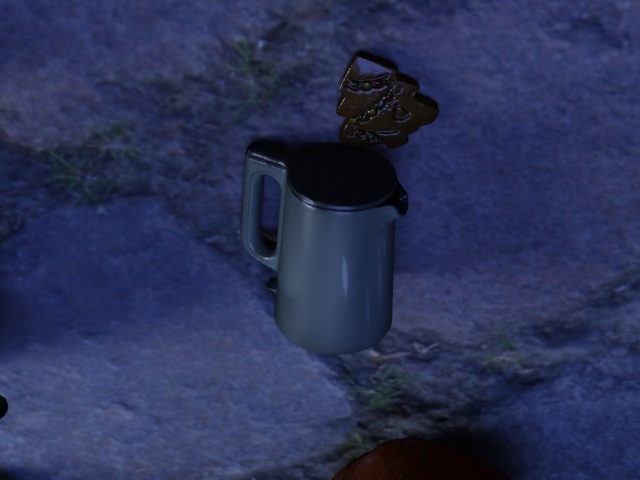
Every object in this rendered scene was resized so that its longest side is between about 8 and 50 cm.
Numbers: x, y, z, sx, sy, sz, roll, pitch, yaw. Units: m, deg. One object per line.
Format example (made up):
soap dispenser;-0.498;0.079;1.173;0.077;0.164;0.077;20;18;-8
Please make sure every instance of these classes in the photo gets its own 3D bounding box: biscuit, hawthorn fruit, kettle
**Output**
biscuit;0.046;-0.108;1.240;0.082;0.016;0.092;-14;131;12
hawthorn fruit;0.119;0.286;1.463;0.253;0.205;0.205;15;129;-18
kettle;0.006;-0.001;1.292;0.098;0.127;0.148;-20;133;-26

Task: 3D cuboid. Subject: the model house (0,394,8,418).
model house;-0.382;0.019;1.286;0.205;0.218;0.279;10;104;42
